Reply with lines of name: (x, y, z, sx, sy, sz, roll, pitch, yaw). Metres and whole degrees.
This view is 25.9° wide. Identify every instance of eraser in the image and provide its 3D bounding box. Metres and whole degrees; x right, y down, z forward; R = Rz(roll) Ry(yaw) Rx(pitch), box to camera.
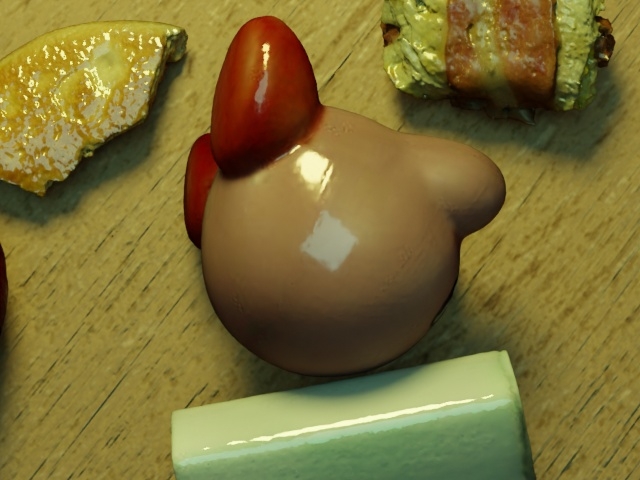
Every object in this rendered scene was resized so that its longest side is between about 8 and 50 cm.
eraser: (0.032, 0.197, 1.172, 0.289, 0.189, 0.104, -10, 46, 0)

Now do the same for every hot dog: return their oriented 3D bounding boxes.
hot dog: (0.158, -0.184, 1.261, 0.213, 0.103, 0.146, 10, 104, 13)

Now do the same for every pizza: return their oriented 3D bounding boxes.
pizza: (-0.242, -0.126, 1.284, 0.271, 0.056, 0.134, -35, 80, -4)

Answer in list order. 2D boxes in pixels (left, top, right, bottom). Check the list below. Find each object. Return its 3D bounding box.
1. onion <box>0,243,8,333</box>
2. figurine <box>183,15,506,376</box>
onion: (-0.394, 0.031, 1.164, 0.273, 0.285, 0.273, 7, 63, -13)
figurine: (-0.008, 0.001, 1.151, 0.261, 0.270, 0.211, 27, 61, -5)
